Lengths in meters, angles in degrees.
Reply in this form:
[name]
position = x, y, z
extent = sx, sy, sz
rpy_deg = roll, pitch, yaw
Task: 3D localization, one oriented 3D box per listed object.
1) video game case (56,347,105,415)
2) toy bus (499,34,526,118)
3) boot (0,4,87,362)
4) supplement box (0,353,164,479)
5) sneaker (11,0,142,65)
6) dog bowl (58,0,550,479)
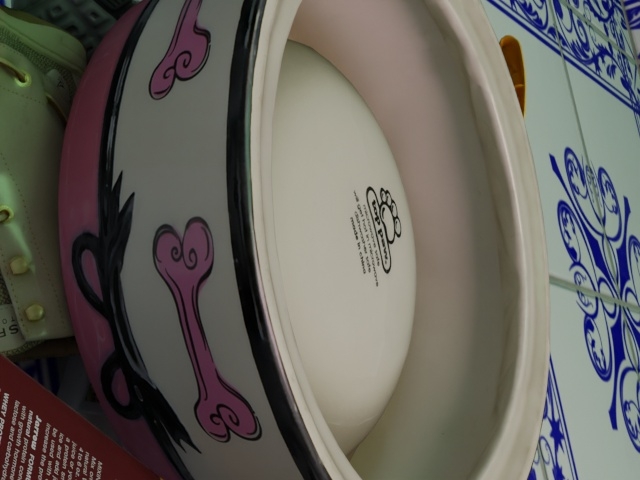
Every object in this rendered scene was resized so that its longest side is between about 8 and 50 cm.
[video game case]
position = -0.089, 0.028, 1.017
extent = 0.173, 0.022, 0.190
rpy_deg = 22, 85, -59
[toy bus]
position = 0.058, -0.094, 1.358
extent = 0.211, 0.220, 0.150
rpy_deg = 95, 1, -71
[boot]
position = -0.205, -0.032, 0.838
extent = 0.262, 0.095, 0.204
rpy_deg = 16, 61, -65
[supplement box]
position = -0.177, 0.173, 0.710
extent = 0.194, 0.129, 0.191
rpy_deg = 47, 35, -43
[sneaker]
position = -0.124, -0.114, 1.075
extent = 0.297, 0.111, 0.129
rpy_deg = 50, 20, -52
[dog bowl]
position = 0.000, 0.000, 0.942
extent = 0.408, 0.150, 0.408
rpy_deg = 26, 60, -57
